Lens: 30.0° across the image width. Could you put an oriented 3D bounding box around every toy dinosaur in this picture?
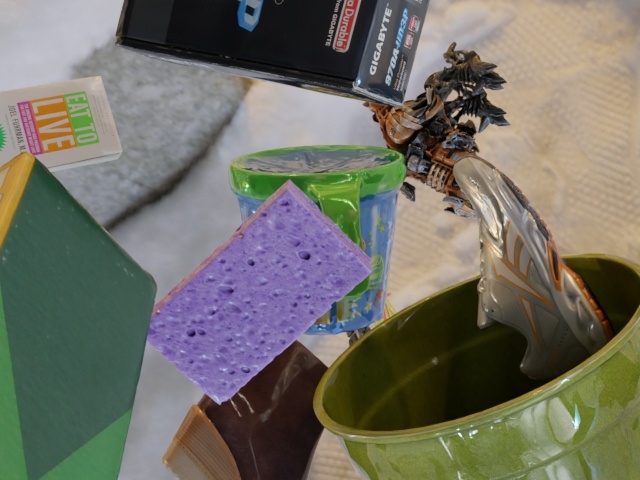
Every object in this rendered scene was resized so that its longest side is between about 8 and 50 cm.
[{"bbox_3d":[0.166,-0.180,1.803,0.218,0.164,0.322,-39,87,-6],"label":"toy dinosaur"}]

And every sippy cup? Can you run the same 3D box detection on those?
[{"bbox_3d":[0.000,0.000,1.585,0.240,0.305,0.224,3,104,24],"label":"sippy cup"}]

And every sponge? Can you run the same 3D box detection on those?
[{"bbox_3d":[-0.064,0.053,1.143,0.210,0.031,0.117,-42,108,16],"label":"sponge"}]

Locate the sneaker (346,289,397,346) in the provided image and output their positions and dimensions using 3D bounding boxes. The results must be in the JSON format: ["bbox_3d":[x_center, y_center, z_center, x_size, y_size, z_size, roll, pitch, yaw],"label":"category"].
[{"bbox_3d":[0.091,0.142,1.726,0.081,0.094,0.208,-51,43,45],"label":"sneaker"}]

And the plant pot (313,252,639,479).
[{"bbox_3d":[0.228,0.254,1.266,0.366,0.366,0.353,-18,105,22],"label":"plant pot"}]

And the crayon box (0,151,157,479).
[{"bbox_3d":[-0.170,0.131,0.362,0.203,0.083,0.323,-29,30,20],"label":"crayon box"}]

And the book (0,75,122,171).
[{"bbox_3d":[-0.304,-0.125,1.329,0.144,0.035,0.096,-14,84,-22],"label":"book"}]

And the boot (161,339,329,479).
[{"bbox_3d":[-0.030,0.243,1.338,0.248,0.090,0.207,43,75,-2],"label":"boot"}]

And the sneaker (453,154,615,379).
[{"bbox_3d":[0.200,0.032,1.280,0.121,0.099,0.262,-34,76,13],"label":"sneaker"}]

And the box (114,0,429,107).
[{"bbox_3d":[-0.012,-0.195,0.651,0.175,0.051,0.220,17,93,34],"label":"box"}]
